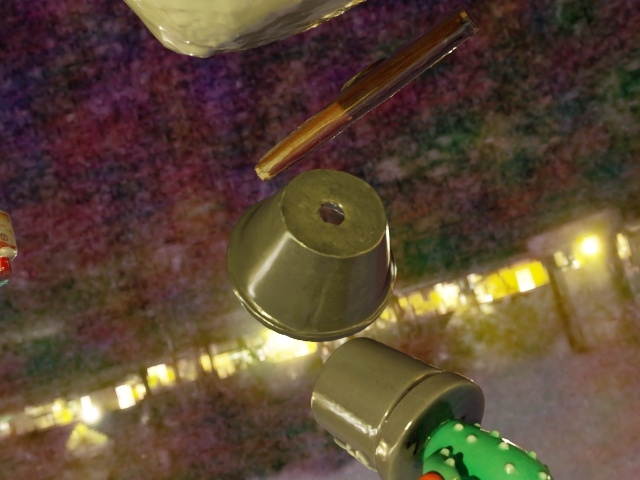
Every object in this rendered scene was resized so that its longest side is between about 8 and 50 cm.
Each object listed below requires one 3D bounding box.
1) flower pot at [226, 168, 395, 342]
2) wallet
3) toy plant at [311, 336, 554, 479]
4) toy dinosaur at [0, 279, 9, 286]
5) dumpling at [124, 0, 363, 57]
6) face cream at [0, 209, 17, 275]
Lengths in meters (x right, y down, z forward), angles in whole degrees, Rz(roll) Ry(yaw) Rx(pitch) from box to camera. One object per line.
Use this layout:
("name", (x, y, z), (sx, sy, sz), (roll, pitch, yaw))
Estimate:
("flower pot", (0.000, 0.000, 1.497), (0.269, 0.269, 0.166), (-14, 153, -19))
("wallet", (0.032, -0.106, 0.710), (0.176, 0.026, 0.095), (-36, -173, 15))
("toy plant", (0.175, 0.282, 1.346), (0.400, 0.279, 0.185), (29, -111, 40))
("toy dinosaur", (-0.516, 0.161, 1.201), (0.144, 0.329, 0.076), (30, 175, -24))
("dumpling", (-0.014, -0.154, 0.410), (0.243, 0.175, 0.227), (21, -173, -3))
("face cream", (-0.354, 0.001, 1.112), (0.021, 0.083, 0.040), (-39, 147, 26))
